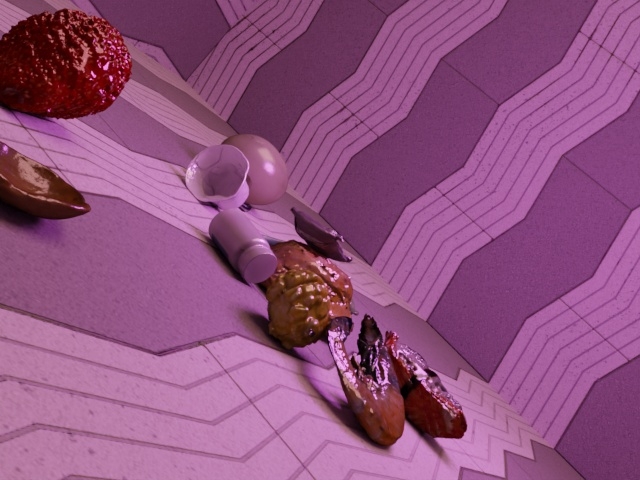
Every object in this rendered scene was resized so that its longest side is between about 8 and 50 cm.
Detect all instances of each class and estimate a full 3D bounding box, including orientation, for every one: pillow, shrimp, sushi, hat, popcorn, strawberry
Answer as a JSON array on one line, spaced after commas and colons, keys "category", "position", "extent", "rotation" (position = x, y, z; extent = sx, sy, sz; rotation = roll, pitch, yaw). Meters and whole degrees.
[{"category": "pillow", "position": [0.000, 0.000, 2.082], "extent": [0.169, 0.059, 0.255], "rotation": [29, -9, 17]}, {"category": "shrimp", "position": [0.087, 0.261, 1.698], "extent": [0.272, 0.085, 0.445], "rotation": [54, 15, -17]}, {"category": "sushi", "position": [0.237, 0.369, 1.940], "extent": [0.332, 0.124, 0.130], "rotation": [46, 19, 21]}, {"category": "hat", "position": [-0.278, -0.166, 2.231], "extent": [0.203, 0.203, 0.126], "rotation": [47, -7, 30]}, {"category": "popcorn", "position": [-0.049, 0.147, 1.642], "extent": [0.142, 0.173, 0.173], "rotation": [21, 4, 10]}, {"category": "strawberry", "position": [-0.549, -0.372, 1.634], "extent": [0.261, 0.261, 0.257], "rotation": [44, 3, 9]}]

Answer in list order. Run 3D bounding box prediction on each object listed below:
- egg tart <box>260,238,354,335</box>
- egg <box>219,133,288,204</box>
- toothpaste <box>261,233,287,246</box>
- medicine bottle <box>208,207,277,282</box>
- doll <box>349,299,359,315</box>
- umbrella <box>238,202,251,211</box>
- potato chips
[{"category": "egg tart", "position": [-0.030, 0.103, 2.004], "extent": [0.352, 0.150, 0.352], "rotation": [40, 4, -4]}, {"category": "egg", "position": [-0.230, -0.238, 2.615], "extent": [0.269, 0.219, 0.219], "rotation": [35, 8, -10]}, {"category": "toothpaste", "position": [-0.140, 0.010, 2.129], "extent": [0.216, 0.062, 0.037], "rotation": [20, 20, -16]}, {"category": "medicine bottle", "position": [-0.185, 0.012, 1.855], "extent": [0.103, 0.103, 0.186], "rotation": [33, 11, -50]}, {"category": "doll", "position": [0.053, 0.186, 2.260], "extent": [0.115, 0.077, 0.150], "rotation": [34, 15, 24]}, {"category": "umbrella", "position": [-0.300, -0.160, 2.396], "extent": [0.248, 0.071, 0.071], "rotation": [40, 8, -30]}, {"category": "potato chips", "position": [-0.453, -0.084, 1.175], "extent": [0.195, 0.061, 0.208], "rotation": [38, 8, 12]}]
